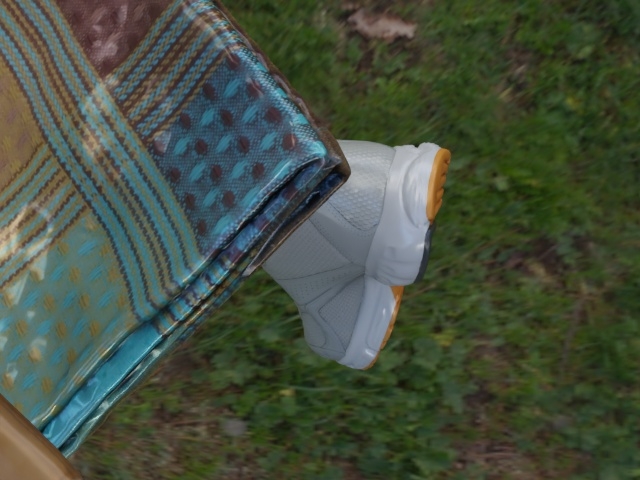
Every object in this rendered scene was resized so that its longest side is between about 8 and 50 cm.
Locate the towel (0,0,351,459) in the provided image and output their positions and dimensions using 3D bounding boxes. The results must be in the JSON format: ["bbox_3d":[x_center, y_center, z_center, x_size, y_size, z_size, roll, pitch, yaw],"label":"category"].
[{"bbox_3d":[-0.186,0.009,0.612,0.370,0.040,0.271,-45,59,13],"label":"towel"}]

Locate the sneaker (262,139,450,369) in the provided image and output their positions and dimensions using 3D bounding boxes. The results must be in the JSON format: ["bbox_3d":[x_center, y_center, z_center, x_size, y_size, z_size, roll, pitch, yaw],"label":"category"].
[{"bbox_3d":[0.000,0.000,0.911,0.121,0.262,0.099,15,65,-1],"label":"sneaker"}]

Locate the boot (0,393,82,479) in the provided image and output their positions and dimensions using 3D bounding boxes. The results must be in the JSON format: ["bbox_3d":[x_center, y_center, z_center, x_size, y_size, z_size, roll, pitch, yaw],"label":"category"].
[{"bbox_3d":[-0.166,-0.029,0.409,0.264,0.096,0.280,-39,94,-10],"label":"boot"}]
